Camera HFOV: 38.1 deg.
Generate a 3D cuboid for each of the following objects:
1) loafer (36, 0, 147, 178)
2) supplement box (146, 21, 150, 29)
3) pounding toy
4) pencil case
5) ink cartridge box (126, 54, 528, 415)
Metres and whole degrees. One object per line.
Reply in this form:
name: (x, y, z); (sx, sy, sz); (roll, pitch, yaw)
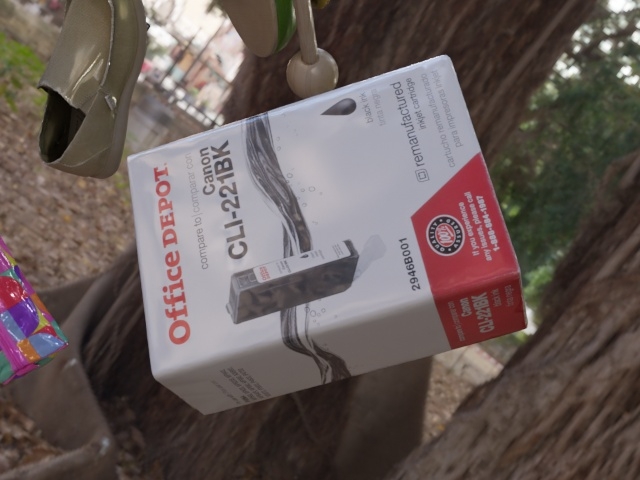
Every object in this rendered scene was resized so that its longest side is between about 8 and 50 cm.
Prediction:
loafer: (-0.266, -0.189, 1.051); (0.102, 0.269, 0.092); (27, 29, 32)
supplement box: (-0.291, -0.290, 1.325); (0.055, 0.083, 0.043); (38, 8, 41)
pounding toy: (-0.028, -0.276, 0.946); (0.237, 0.110, 0.183); (55, -19, 34)
pencil case: (-0.408, 0.059, 1.130); (0.236, 0.104, 0.104); (57, 1, -8)
ink cartridge box: (0.000, 0.000, 0.723); (0.114, 0.272, 0.197); (58, 17, -61)
